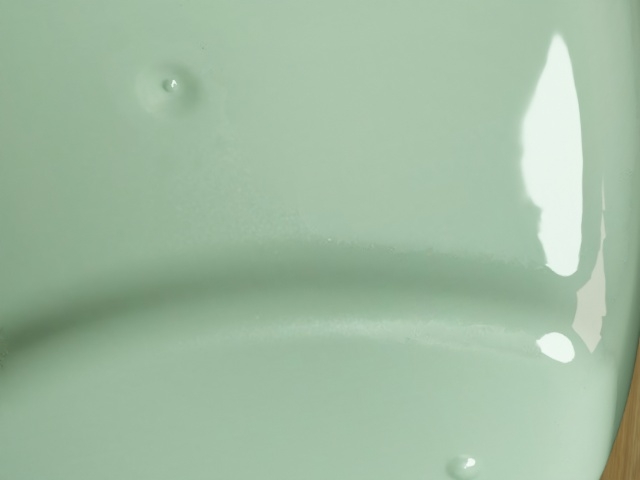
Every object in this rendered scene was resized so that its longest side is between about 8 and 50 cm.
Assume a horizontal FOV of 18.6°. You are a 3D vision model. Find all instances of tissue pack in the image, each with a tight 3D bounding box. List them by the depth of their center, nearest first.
[{"bbox_3d":[-0.028,-0.091,0.528,0.236,0.229,0.333,-81,161,-53],"label":"tissue pack"}]
